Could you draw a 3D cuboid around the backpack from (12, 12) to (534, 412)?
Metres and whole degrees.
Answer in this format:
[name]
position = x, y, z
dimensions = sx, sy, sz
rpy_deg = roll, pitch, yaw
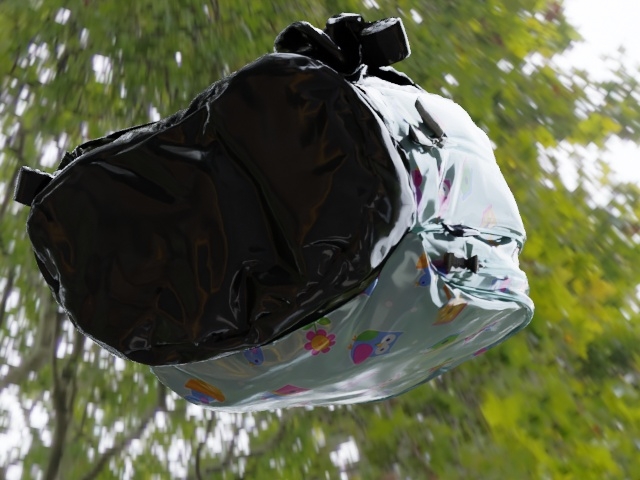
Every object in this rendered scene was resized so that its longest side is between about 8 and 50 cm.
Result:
[backpack]
position = 0.000, 0.000, 0.654
dimensions = 0.152, 0.182, 0.115
rpy_deg = -19, -102, 25
